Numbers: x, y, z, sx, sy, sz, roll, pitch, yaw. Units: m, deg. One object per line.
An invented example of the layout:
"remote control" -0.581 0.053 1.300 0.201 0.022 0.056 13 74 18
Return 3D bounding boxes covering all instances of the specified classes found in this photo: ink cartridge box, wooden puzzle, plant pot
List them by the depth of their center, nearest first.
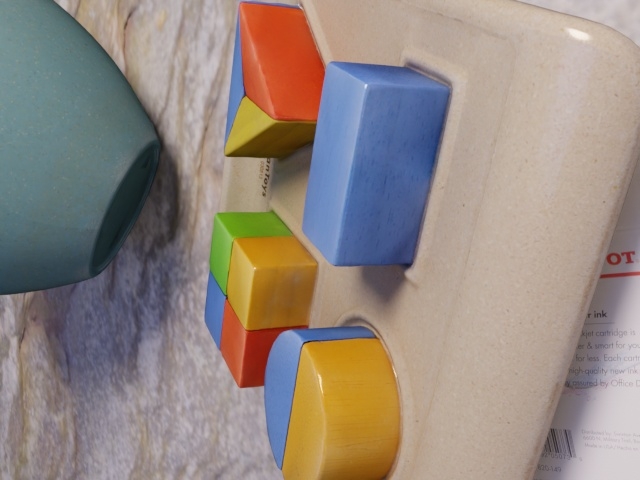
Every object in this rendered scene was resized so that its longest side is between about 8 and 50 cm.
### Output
"ink cartridge box" 0.150 0.047 0.398 0.115 0.067 0.198 -9 95 47
"wooden puzzle" 0.000 0.000 0.469 0.348 0.081 0.321 42 129 52
"plant pot" -0.255 -0.069 0.663 0.196 0.290 0.290 24 124 -2
